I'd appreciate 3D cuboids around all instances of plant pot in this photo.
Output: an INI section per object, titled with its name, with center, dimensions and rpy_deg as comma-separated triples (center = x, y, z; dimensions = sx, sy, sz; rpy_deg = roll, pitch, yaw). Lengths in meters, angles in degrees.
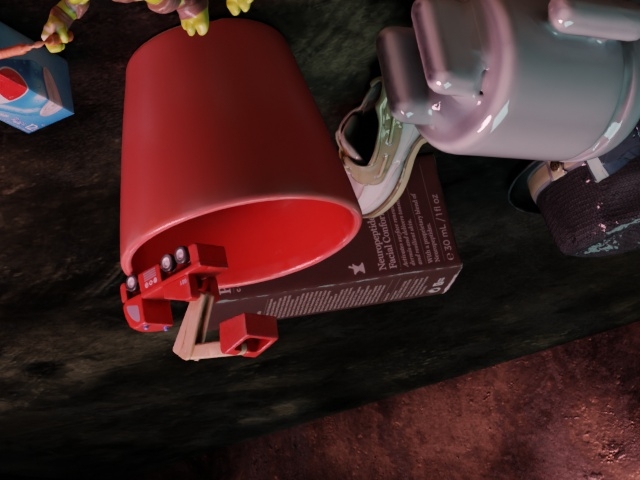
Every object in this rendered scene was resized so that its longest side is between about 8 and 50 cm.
[plant pot]
center = -0.108, -0.101, 1.415
dimensions = 0.274, 0.243, 0.275
rpy_deg = -10, 160, -4

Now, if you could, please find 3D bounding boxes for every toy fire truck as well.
[toy fire truck]
center = -0.135, 0.077, 1.324
dimensions = 0.192, 0.135, 0.047
rpy_deg = -28, 155, 37

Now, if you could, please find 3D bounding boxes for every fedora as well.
[fedora]
center = 0.474, -0.067, 1.990
dimensions = 0.333, 0.153, 0.334
rpy_deg = -11, 161, -4

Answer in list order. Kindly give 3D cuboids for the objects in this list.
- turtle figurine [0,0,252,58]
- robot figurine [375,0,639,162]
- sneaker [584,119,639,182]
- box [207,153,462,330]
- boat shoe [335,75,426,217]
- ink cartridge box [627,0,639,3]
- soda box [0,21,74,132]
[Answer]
[turtle figurine]
center = -0.185, -0.249, 1.197
dimensions = 0.269, 0.087, 0.217
rpy_deg = -33, 159, 35
[robot figurine]
center = 0.238, -0.194, 1.428
dimensions = 0.353, 0.200, 0.300
rpy_deg = 2, 161, -34
[sneaker]
center = 0.429, -0.181, 1.762
dimensions = 0.163, 0.086, 0.226
rpy_deg = -26, 150, 16
[box]
center = 0.000, 0.000, 1.844
dimensions = 0.381, 0.191, 0.143
rpy_deg = -9, 160, -11
[boat shoe]
center = 0.072, -0.133, 1.651
dimensions = 0.103, 0.113, 0.302
rpy_deg = -2, 148, -23
[ink cartridge box]
center = 0.429, -0.246, 1.587
dimensions = 0.175, 0.072, 0.127
rpy_deg = 4, 154, -36
[soda box]
center = -0.350, -0.184, 1.299
dimensions = 0.067, 0.071, 0.210
rpy_deg = -20, 159, 21
